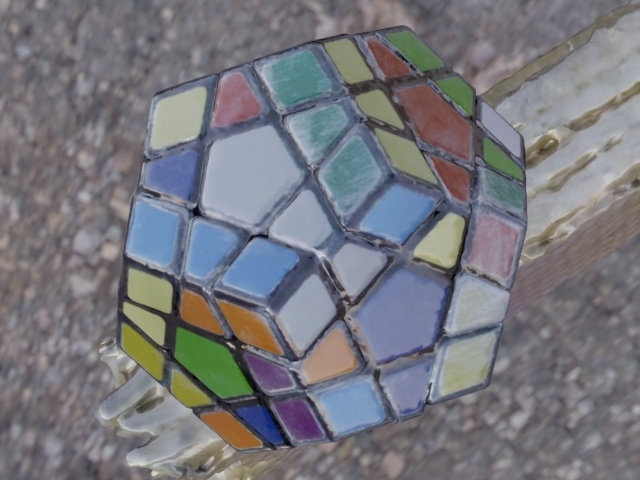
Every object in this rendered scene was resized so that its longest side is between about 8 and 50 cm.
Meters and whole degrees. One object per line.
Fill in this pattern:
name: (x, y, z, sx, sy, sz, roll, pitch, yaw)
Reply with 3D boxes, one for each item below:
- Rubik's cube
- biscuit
Rubik's cube: (0.000, 0.000, 0.483, 0.093, 0.111, 0.111, 9, 66, -3)
biscuit: (0.037, 0.003, 0.667, 0.239, 0.108, 0.061, -34, 78, 1)
